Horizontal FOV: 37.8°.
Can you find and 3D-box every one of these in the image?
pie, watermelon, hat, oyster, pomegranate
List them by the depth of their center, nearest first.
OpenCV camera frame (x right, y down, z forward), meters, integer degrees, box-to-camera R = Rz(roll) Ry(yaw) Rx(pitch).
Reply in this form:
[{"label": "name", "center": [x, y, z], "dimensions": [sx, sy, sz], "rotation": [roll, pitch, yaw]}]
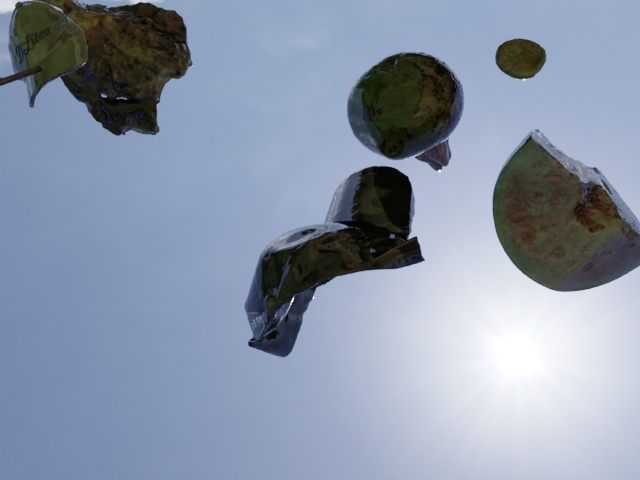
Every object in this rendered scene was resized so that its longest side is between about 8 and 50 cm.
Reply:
[{"label": "hat", "center": [-0.343, -0.224, 1.121], "dimensions": [0.122, 0.081, 0.166], "rotation": [-37, -137, 20]}, {"label": "oyster", "center": [-0.333, -0.305, 1.465], "dimensions": [0.271, 0.100, 0.275], "rotation": [3, -109, -1]}, {"label": "pie", "center": [0.322, -0.293, 1.501], "dimensions": [0.084, 0.021, 0.084], "rotation": [-1, -118, 1]}, {"label": "hat", "center": [0.000, 0.000, 1.562], "dimensions": [0.257, 0.366, 0.381], "rotation": [28, -142, -34]}, {"label": "watermelon", "center": [0.404, -0.049, 1.608], "dimensions": [0.322, 0.188, 0.175], "rotation": [45, -156, -14]}, {"label": "pomegranate", "center": [0.173, -0.221, 1.701], "dimensions": [0.214, 0.248, 0.214], "rotation": [-27, -147, 19]}]

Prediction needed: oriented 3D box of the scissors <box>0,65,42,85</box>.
[{"label": "scissors", "center": [-0.456, -0.135, 1.015], "dimensions": [0.318, 0.024, 0.160], "rotation": [-24, -164, -16]}]
